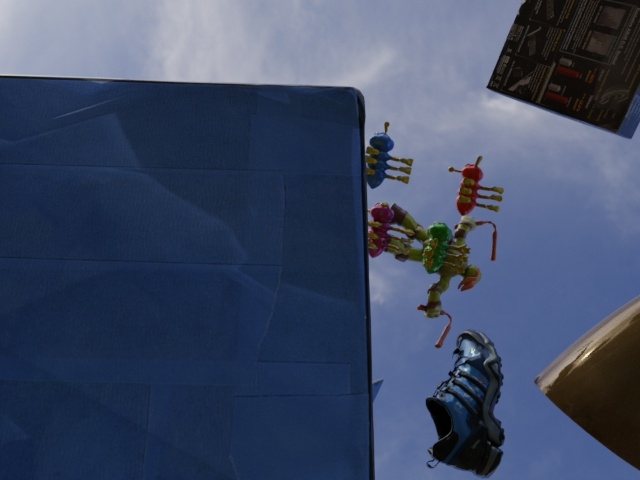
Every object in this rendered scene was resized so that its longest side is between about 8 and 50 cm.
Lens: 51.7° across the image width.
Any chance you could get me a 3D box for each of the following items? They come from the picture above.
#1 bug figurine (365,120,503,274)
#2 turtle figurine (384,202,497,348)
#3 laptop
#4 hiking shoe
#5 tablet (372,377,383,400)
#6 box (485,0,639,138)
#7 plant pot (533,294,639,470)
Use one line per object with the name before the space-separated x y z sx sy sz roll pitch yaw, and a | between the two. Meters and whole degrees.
bug figurine | 0.161 -0.061 1.086 0.072 0.278 0.216 17 -88 63
turtle figurine | 0.197 0.036 1.175 0.217 0.087 0.270 27 -110 5
laptop | -0.160 0.040 0.213 0.381 0.408 0.237 1 -83 -2
hiking shoe | 0.267 0.287 1.249 0.132 0.304 0.113 14 -45 -6
tablet | 0.081 0.281 1.163 0.006 0.054 0.083 34 -69 32
box | 0.430 -0.344 1.030 0.242 0.076 0.308 32 -70 38
plant pot | 0.518 0.202 1.061 0.237 0.237 0.254 38 -83 16
